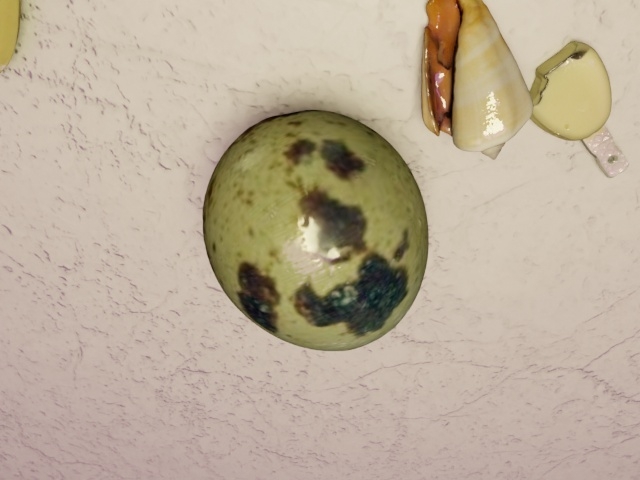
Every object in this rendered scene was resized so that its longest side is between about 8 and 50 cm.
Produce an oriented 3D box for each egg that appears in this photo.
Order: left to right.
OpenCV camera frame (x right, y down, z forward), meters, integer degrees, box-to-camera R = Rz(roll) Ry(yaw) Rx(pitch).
[{"bbox_3d":[0.000,0.000,0.772,0.345,0.345,0.428,-11,134,10],"label":"egg"}]

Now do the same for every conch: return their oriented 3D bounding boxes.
[{"bbox_3d":[0.242,-0.250,0.741,0.158,0.127,0.255,1,106,38],"label":"conch"}]

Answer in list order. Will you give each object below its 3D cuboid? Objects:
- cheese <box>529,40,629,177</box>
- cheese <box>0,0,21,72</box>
[{"bbox_3d":[0.436,-0.195,0.790,0.127,0.050,0.255,-36,116,24],"label":"cheese"},{"bbox_3d":[-0.546,-0.408,0.657,0.260,0.128,0.316,20,129,-20],"label":"cheese"}]
